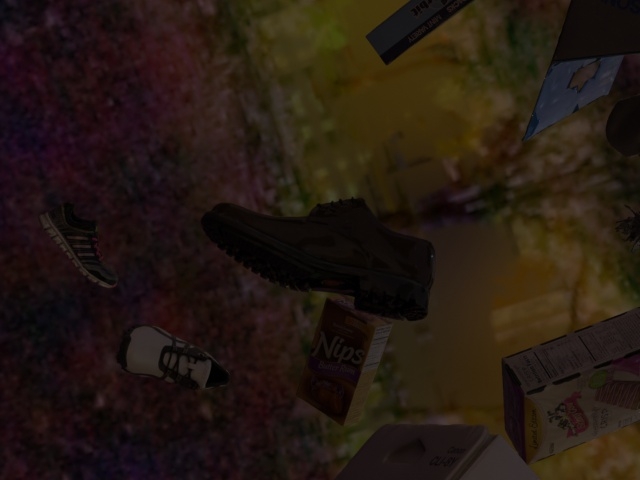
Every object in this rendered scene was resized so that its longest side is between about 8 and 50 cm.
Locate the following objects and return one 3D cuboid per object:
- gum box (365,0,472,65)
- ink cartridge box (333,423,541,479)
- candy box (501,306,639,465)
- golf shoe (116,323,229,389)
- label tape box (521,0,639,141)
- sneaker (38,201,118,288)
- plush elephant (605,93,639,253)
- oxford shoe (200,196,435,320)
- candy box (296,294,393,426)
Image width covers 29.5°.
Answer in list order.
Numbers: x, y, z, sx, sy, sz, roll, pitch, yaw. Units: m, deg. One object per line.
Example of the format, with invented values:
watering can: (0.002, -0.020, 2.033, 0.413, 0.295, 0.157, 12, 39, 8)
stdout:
gum box: (0.143, -0.263, 1.277, 0.041, 0.157, 0.184, 53, 30, -6)
ink cartridge box: (0.177, 0.366, 1.146, 0.385, 0.160, 0.279, 49, -20, -6)
candy box: (0.358, 0.187, 1.597, 0.071, 0.233, 0.159, -117, -169, -45)
golf shoe: (-0.206, 0.170, 1.741, 0.198, 0.094, 0.077, 24, 79, -54)
label tape box: (0.293, -0.236, 0.964, 0.240, 0.106, 0.334, -28, 137, -56)
sneaker: (-0.387, 0.003, 2.018, 0.170, 0.075, 0.063, 48, 3, -6)
plush elephant: (0.621, -0.150, 2.005, 0.272, 0.330, 0.255, 41, -18, 23)
oxford shoe: (0.000, 0.000, 1.152, 0.083, 0.227, 0.096, 125, -19, -68)
candy box: (0.037, 0.194, 1.984, 0.053, 0.109, 0.187, -7, 120, -52)
